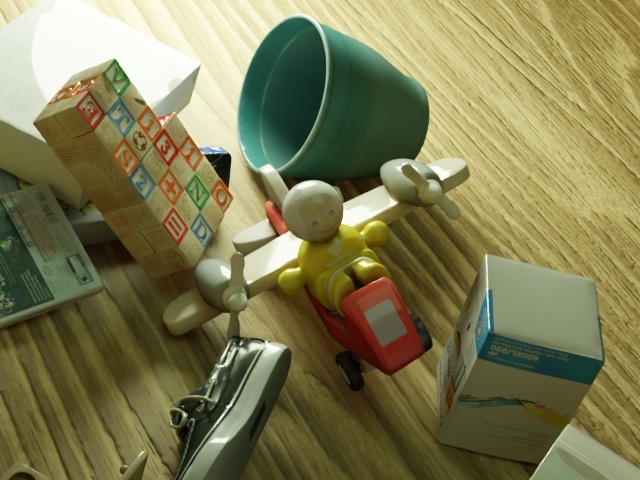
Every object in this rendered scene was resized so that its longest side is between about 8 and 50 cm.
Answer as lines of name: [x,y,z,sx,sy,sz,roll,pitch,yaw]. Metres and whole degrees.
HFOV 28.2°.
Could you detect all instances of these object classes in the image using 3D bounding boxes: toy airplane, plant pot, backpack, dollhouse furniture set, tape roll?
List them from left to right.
dollhouse furniture set: [-0.311,0.296,1.482,0.151,0.123,0.144,28,38,9]
backpack: [-0.215,-0.104,2.031,0.120,0.097,0.101,-1,14,-26]
toy airplane: [0.000,0.000,1.850,0.385,0.272,0.386,7,53,19]
plant pot: [0.036,-0.218,2.162,0.255,0.271,0.271,12,36,-34]
tape roll: [0.314,0.374,1.574,0.169,0.246,0.246,33,40,15]

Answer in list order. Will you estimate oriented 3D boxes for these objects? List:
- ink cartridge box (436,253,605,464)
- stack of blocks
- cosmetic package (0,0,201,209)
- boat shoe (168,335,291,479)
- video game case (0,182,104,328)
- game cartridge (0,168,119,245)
ink cartridge box: [0.277,0.172,1.806,0.168,0.232,0.171,13,39,-6]
stack of blocks: [-0.265,-0.113,1.853,0.297,0.087,0.171,56,36,-26]
cosmetic package: [-0.400,-0.234,2.015,0.284,0.097,0.377,26,39,8]
boat shoe: [-0.140,0.235,1.639,0.105,0.113,0.306,15,49,14]
video game case: [-0.424,0.019,1.794,0.173,0.022,0.190,-20,69,-33]
game cartridge: [-0.399,-0.072,1.943,0.294,0.060,0.196,-5,49,-29]
